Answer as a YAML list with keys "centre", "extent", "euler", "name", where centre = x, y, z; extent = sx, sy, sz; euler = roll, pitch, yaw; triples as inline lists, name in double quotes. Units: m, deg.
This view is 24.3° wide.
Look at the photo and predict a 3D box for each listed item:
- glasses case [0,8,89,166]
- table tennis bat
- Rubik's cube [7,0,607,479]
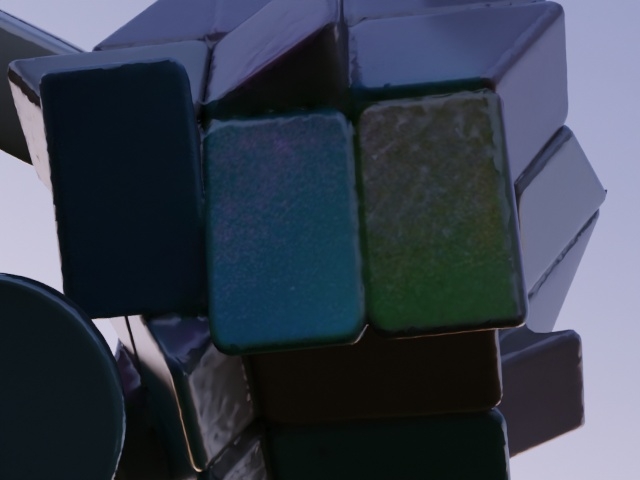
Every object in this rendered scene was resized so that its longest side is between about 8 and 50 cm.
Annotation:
- centre: [-0.242, -0.123, 1.093]
  extent: [0.233, 0.059, 0.092]
  euler: [26, -77, 34]
  name: "glasses case"
- centre: [-0.204, 0.118, 0.778]
  extent: [0.237, 0.038, 0.149]
  euler: [-40, -99, 11]
  name: "table tennis bat"
- centre: [0.000, 0.000, 0.986]
  extent: [0.387, 0.368, 0.358]
  euler: [15, -47, 32]
  name: "Rubik's cube"
